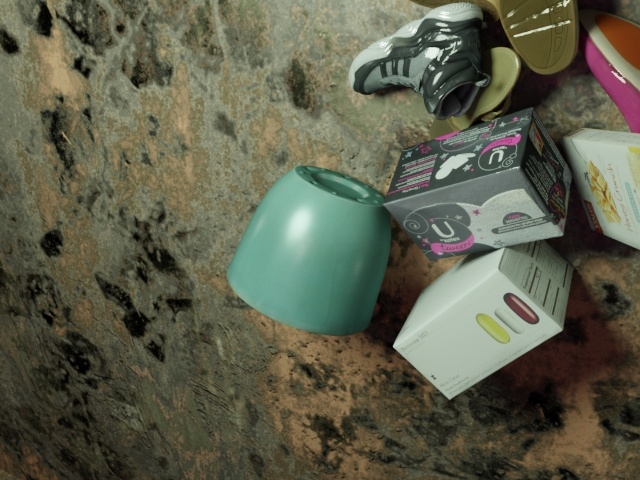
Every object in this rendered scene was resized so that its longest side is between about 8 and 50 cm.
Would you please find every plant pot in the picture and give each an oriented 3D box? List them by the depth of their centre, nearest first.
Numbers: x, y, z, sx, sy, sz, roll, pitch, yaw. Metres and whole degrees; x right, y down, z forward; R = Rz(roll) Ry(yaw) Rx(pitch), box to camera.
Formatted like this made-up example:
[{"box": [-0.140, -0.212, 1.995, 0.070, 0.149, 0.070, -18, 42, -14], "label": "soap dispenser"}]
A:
[{"box": [0.000, 0.000, 1.202, 0.293, 0.293, 0.235, 26, 109, 15], "label": "plant pot"}]

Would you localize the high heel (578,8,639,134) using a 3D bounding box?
[{"box": [0.471, -0.163, 0.947, 0.377, 0.127, 0.181, 58, 156, 18], "label": "high heel"}]

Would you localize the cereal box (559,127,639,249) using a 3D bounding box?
[{"box": [0.449, -0.074, 0.945, 0.047, 0.240, 0.173, -25, 103, 0], "label": "cereal box"}]

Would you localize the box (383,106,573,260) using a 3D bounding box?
[{"box": [0.256, -0.080, 1.050, 0.247, 0.142, 0.163, -13, 131, 42], "label": "box"}]

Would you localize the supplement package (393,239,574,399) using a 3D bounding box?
[{"box": [0.289, 0.119, 1.140, 0.145, 0.204, 0.262, 43, 127, -1], "label": "supplement package"}]

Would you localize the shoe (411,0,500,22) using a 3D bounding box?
[{"box": [0.195, -0.408, 1.016, 0.219, 0.076, 0.058, 27, 81, 17], "label": "shoe"}]

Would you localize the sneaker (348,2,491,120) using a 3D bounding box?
[{"box": [0.154, -0.258, 1.039, 0.268, 0.101, 0.153, -19, 80, 47], "label": "sneaker"}]

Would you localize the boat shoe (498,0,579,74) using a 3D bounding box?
[{"box": [0.308, -0.393, 0.925, 0.109, 0.098, 0.302, -14, 102, 45], "label": "boat shoe"}]

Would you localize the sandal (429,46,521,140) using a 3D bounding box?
[{"box": [0.272, -0.232, 1.058, 0.240, 0.079, 0.088, -50, 55, 56], "label": "sandal"}]
